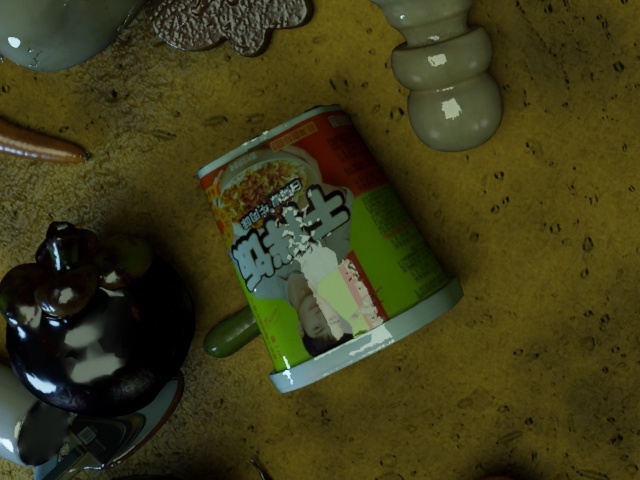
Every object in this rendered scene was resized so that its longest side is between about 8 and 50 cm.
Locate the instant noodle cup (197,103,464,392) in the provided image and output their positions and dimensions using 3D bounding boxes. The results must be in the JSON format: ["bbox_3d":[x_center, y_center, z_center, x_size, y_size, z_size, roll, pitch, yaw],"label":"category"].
[{"bbox_3d":[0.000,0.000,1.699,0.293,0.294,0.308,-27,90,19],"label":"instant noodle cup"}]

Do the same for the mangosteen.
[{"bbox_3d":[-0.313,0.097,1.810,0.287,0.233,0.288,6,108,19],"label":"mangosteen"}]

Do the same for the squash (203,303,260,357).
[{"bbox_3d":[-0.095,0.114,1.853,0.183,0.052,0.052,-33,95,16],"label":"squash"}]

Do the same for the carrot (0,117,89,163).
[{"bbox_3d":[-0.465,-0.157,1.868,0.271,0.066,0.062,29,153,2],"label":"carrot"}]

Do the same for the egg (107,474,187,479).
[{"bbox_3d":[-0.280,0.517,1.817,0.345,0.428,0.345,37,141,38],"label":"egg"}]

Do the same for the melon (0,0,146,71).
[{"bbox_3d":[-0.331,-0.362,1.690,0.223,0.223,0.317,40,109,1],"label":"melon"}]

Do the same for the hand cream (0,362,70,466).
[{"bbox_3d":[-0.542,0.232,1.956,0.358,0.118,0.186,18,111,27],"label":"hand cream"}]

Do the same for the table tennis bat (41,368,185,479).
[{"bbox_3d":[-0.318,0.284,1.857,0.301,0.173,0.022,-43,124,-13],"label":"table tennis bat"}]

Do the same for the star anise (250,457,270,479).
[{"bbox_3d":[-0.048,0.410,1.922,0.158,0.144,0.140,-15,145,24],"label":"star anise"}]

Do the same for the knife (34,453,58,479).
[{"bbox_3d":[-0.419,0.436,1.964,0.044,0.019,0.313,6,78,-13],"label":"knife"}]

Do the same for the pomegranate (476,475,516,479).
[{"bbox_3d":[0.246,0.421,1.782,0.191,0.191,0.191,3,105,13],"label":"pomegranate"}]

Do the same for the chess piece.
[{"bbox_3d":[0.146,-0.257,1.646,0.167,0.167,0.300,-11,106,16],"label":"chess piece"}]

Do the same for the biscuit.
[{"bbox_3d":[-0.128,-0.333,1.746,0.236,0.039,0.180,-6,105,16],"label":"biscuit"}]
